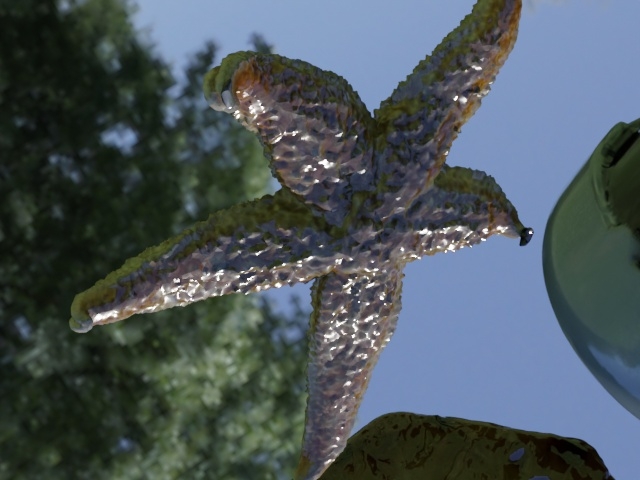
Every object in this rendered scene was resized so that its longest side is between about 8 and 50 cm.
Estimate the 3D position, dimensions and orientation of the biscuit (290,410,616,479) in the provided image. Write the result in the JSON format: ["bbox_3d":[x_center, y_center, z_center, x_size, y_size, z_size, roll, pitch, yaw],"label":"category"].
[{"bbox_3d":[0.093,0.291,1.063,0.359,0.359,0.046,-29,170,1],"label":"biscuit"}]

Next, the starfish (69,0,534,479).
[{"bbox_3d":[-0.003,-0.003,0.725,0.231,0.295,0.048,2,-148,-35],"label":"starfish"}]

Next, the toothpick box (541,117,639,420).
[{"bbox_3d":[0.293,-0.012,0.907,0.354,0.263,0.263,-52,-174,35],"label":"toothpick box"}]
